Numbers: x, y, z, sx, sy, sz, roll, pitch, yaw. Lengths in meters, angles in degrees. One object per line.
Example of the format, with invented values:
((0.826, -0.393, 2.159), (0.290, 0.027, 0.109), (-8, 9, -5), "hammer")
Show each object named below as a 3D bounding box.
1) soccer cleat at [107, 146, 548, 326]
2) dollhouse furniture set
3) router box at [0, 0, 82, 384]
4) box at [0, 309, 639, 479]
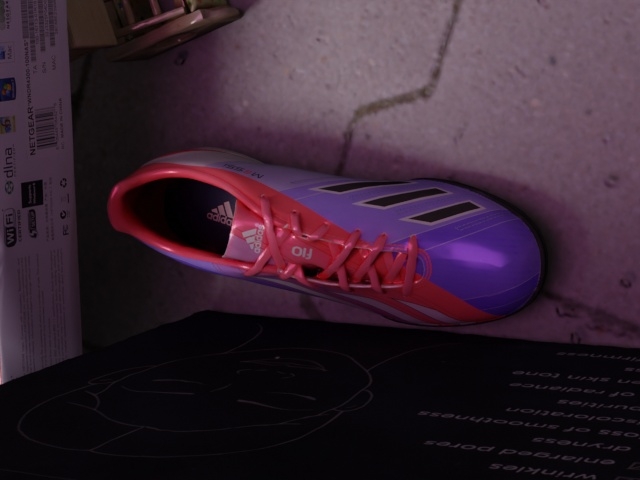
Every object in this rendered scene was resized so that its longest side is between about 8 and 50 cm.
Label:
((0.000, 0.000, 1.191), (0.318, 0.116, 0.109), (13, 103, 25), "soccer cleat")
((-0.156, -0.229, 1.215), (0.101, 0.161, 0.182), (-20, 89, 28), "dollhouse furniture set")
((-0.309, -0.027, 1.218), (0.301, 0.082, 0.335), (6, 103, 36), "router box")
((0.011, 0.237, 1.019), (0.480, 0.472, 0.297), (4, 98, 27), "box")
